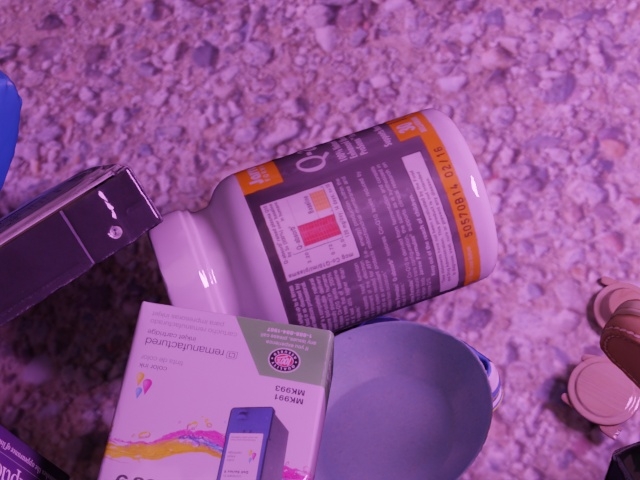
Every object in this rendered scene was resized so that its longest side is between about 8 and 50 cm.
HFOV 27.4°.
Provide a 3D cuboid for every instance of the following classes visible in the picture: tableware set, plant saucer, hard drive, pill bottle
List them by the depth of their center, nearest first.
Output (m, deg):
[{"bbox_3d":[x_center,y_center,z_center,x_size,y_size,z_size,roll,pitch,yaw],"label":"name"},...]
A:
[{"bbox_3d":[0.049,0.153,1.068,0.195,0.037,0.195,-13,45,13],"label":"plant saucer"},{"bbox_3d":[-0.305,0.047,1.099,0.339,0.237,0.064,-35,101,-12],"label":"hard drive"},{"bbox_3d":[0.000,0.000,1.139,0.278,0.162,0.162,-19,64,-6],"label":"pill bottle"},{"bbox_3d":[0.296,0.106,1.147,0.141,0.020,0.169,20,65,11],"label":"tableware set"}]

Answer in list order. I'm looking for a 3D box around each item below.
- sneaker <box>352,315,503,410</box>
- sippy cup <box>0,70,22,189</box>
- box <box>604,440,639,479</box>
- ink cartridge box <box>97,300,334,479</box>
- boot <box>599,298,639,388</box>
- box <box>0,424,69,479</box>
[{"bbox_3d":[0.093,0.099,1.140,0.144,0.059,0.053,22,69,15],"label":"sneaker"},{"bbox_3d":[-0.404,-0.106,1.196,0.224,0.240,0.305,18,90,1],"label":"sippy cup"},{"bbox_3d":[0.405,0.250,0.975,0.294,0.183,0.296,-22,63,-7],"label":"box"},{"bbox_3d":[-0.081,0.167,0.990,0.154,0.093,0.212,10,63,3],"label":"ink cartridge box"},{"bbox_3d":[0.243,0.183,0.877,0.203,0.095,0.262,-41,70,-13],"label":"boot"},{"bbox_3d":[-0.297,0.201,0.912,0.103,0.261,0.184,-2,60,23],"label":"box"}]
